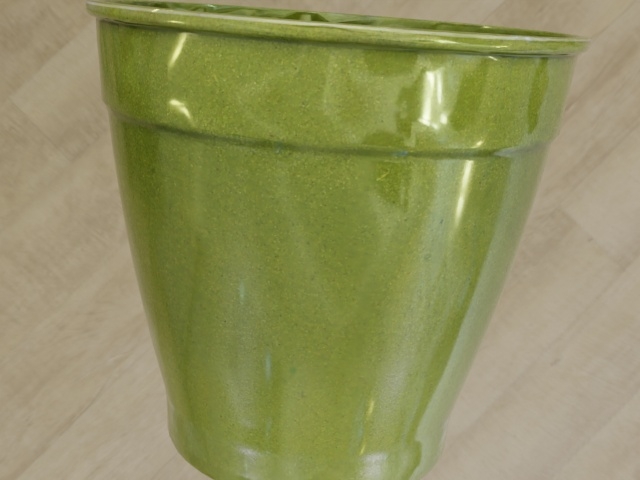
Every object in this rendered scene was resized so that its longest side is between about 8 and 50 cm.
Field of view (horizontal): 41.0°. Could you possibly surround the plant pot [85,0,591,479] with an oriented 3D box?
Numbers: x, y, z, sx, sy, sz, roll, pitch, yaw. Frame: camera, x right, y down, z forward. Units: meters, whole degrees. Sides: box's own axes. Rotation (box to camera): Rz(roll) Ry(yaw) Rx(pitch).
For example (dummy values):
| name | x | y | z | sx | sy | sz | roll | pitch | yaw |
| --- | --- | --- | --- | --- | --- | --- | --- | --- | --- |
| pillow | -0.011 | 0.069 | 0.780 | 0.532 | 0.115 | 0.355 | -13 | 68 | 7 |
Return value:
| name | x | y | z | sx | sy | sz | roll | pitch | yaw |
| --- | --- | --- | --- | --- | --- | --- | --- | --- | --- |
| plant pot | 0.000 | 0.000 | 0.687 | 0.367 | 0.366 | 0.352 | 4 | 105 | -1 |
